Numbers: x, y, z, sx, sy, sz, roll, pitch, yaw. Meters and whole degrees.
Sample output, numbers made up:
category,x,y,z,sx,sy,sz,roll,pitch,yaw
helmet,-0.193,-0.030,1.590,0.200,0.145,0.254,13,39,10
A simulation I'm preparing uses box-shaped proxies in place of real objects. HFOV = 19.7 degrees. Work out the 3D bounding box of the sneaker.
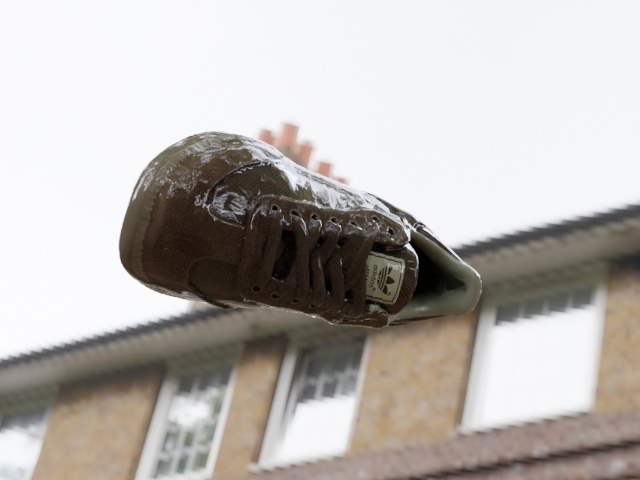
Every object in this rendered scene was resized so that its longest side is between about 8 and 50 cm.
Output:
category,x,y,z,sx,sy,sz,roll,pitch,yaw
sneaker,0.000,0.000,0.718,0.071,0.066,0.188,16,5,30
